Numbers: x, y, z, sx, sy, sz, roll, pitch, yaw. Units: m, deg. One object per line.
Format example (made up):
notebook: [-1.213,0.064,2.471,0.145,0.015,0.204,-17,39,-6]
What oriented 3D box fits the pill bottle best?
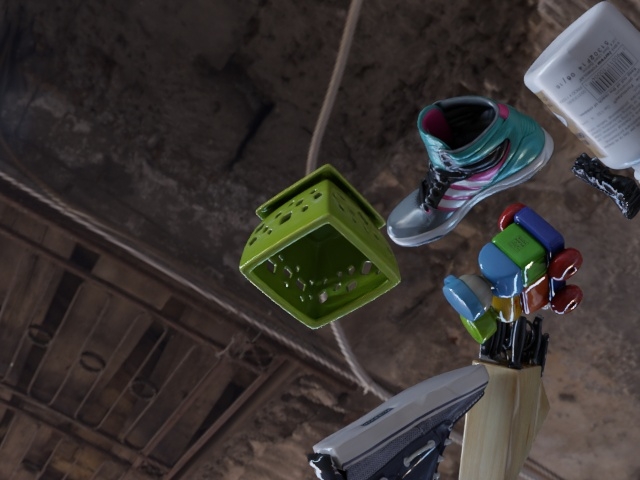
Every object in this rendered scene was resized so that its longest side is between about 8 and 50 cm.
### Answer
pill bottle: [0.371,-0.161,0.873,0.229,0.131,0.131,44,-139,-4]

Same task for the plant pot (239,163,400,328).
plant pot: [0.000,0.000,1.417,0.228,0.227,0.207,42,-149,-32]

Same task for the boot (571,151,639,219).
boot: [0.460,-0.089,1.162,0.099,0.045,0.121,39,-179,39]

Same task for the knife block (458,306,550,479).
knife block: [0.307,0.253,1.239,0.276,0.088,0.242,-50,-51,-31]

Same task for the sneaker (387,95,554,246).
sneaker: [0.185,-0.113,1.097,0.178,0.295,0.124,35,-150,-37]

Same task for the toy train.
toy train: [0.236,0.077,0.894,0.143,0.248,0.105,-36,-126,-5]

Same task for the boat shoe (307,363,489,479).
boat shoe: [0.150,0.326,1.124,0.340,0.127,0.158,-23,-93,-25]
